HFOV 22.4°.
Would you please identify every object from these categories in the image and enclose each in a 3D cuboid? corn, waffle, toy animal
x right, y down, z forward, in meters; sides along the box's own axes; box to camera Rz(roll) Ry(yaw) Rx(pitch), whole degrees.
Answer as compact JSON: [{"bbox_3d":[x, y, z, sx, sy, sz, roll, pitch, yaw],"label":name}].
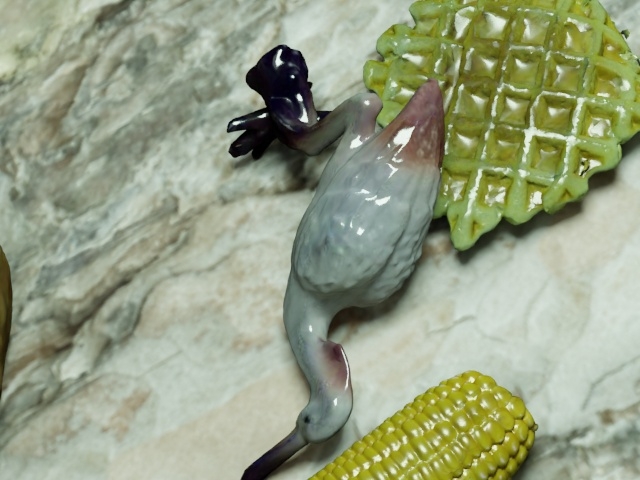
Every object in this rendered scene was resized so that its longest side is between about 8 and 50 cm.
[{"bbox_3d":[0.019,0.205,1.101,0.305,0.106,0.106,-39,65,-8],"label":"corn"},{"bbox_3d":[0.139,-0.111,1.220,0.207,0.054,0.214,-33,62,4],"label":"waffle"},{"bbox_3d":[0.017,0.007,1.178,0.195,0.090,0.324,-19,67,39],"label":"toy animal"}]

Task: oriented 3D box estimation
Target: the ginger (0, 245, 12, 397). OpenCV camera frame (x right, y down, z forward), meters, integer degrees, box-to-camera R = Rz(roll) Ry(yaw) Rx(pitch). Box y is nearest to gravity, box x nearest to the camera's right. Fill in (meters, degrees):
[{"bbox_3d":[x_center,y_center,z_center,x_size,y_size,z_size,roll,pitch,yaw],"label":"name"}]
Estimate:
[{"bbox_3d":[-0.327,0.113,1.167,0.269,0.200,0.223,-33,63,0],"label":"ginger"}]
